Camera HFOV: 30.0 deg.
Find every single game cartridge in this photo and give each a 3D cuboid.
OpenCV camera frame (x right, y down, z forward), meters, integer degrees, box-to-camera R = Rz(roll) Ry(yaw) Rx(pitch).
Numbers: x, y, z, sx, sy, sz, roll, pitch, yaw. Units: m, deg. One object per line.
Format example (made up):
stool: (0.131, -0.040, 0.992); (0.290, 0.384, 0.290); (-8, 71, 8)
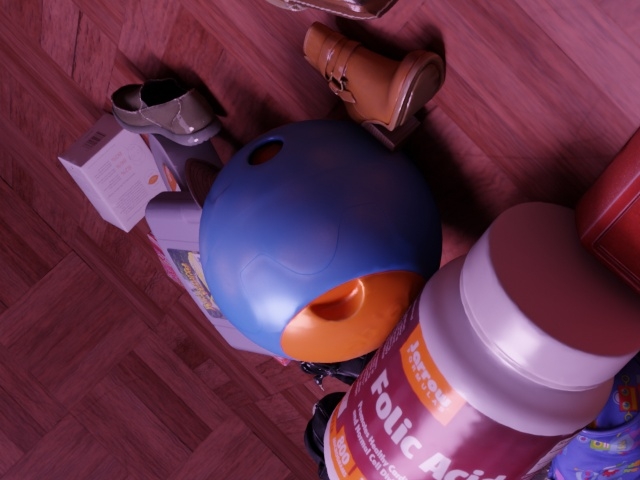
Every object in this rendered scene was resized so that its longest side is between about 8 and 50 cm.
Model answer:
game cartridge: (-0.144, 0.055, 1.798); (0.196, 0.060, 0.294); (7, 134, 56)

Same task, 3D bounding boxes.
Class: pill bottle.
pill bottle: (0.174, 0.153, 1.289); (0.224, 0.224, 0.392); (41, 135, 11)

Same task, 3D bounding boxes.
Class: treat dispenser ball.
treat dispenser ball: (0.000, 0.000, 1.415); (0.288, 0.288, 0.288); (39, 161, 16)

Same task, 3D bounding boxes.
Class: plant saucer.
plant saucer: (0.351, 0.017, 1.053); (0.258, 0.048, 0.259); (42, 158, 9)

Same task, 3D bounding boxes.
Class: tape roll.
tape roll: (-0.194, -0.085, 1.894); (0.219, 0.072, 0.219); (58, 166, 24)

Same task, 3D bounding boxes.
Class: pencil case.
pencil case: (0.337, 0.242, 1.467); (0.306, 0.133, 0.119); (74, 180, -54)

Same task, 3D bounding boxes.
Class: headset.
headset: (0.037, 0.250, 1.962); (0.185, 0.243, 0.394); (20, -175, 2)

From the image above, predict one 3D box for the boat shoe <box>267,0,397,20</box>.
boat shoe: (-0.028, -0.288, 1.157); (0.324, 0.122, 0.120); (40, 168, 40)

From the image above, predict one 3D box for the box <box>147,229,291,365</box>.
box: (-0.126, 0.049, 2.017); (0.300, 0.154, 0.142); (34, 159, 27)

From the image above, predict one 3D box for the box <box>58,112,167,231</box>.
box: (-0.375, -0.125, 2.209); (0.091, 0.130, 0.170); (24, 152, 46)

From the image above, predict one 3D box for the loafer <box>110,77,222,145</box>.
loafer: (-0.242, -0.214, 1.821); (0.251, 0.094, 0.087); (18, 136, 46)

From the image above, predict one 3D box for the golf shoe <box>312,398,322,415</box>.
golf shoe: (0.066, 0.310, 2.179); (0.176, 0.069, 0.086); (6, -170, -14)

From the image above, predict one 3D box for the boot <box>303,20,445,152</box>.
boot: (0.047, -0.183, 1.271); (0.152, 0.073, 0.197); (46, 160, 9)

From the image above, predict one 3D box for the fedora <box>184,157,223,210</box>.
fedora: (-0.051, -0.037, 1.641); (0.275, 0.124, 0.244); (50, -169, -17)

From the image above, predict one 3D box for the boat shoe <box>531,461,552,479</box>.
boat shoe: (0.351, 0.364, 1.783); (0.080, 0.073, 0.223); (46, 162, -3)
